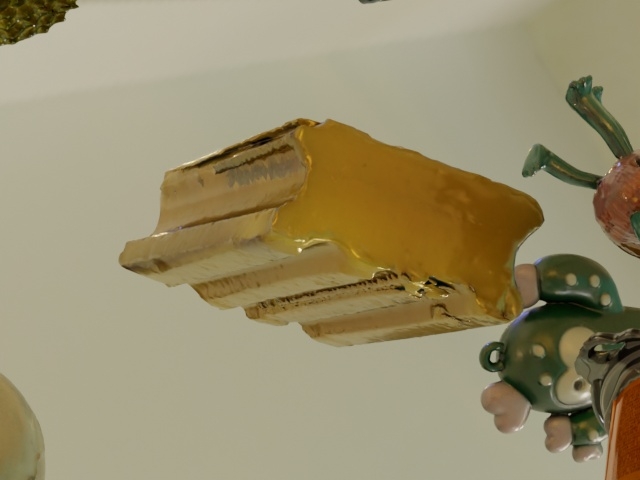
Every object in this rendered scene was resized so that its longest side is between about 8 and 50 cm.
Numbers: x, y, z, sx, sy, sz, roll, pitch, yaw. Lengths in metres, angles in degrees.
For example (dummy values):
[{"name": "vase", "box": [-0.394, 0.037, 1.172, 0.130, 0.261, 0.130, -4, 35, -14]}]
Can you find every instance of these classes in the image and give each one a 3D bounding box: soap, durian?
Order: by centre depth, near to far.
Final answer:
[{"name": "soap", "box": [0.000, 0.000, 1.435, 0.204, 0.096, 0.324, 20, 167, -20]}, {"name": "durian", "box": [-0.253, -0.224, 1.629, 0.100, 0.215, 0.086, -109, 0, -54]}]

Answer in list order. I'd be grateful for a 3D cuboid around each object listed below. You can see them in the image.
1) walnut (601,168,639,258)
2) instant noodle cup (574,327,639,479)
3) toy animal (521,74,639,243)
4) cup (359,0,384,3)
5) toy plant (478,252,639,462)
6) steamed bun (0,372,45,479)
[{"name": "walnut", "box": [0.325, -0.026, 1.681, 0.116, 0.207, 0.116, -4, -84, -42]}, {"name": "instant noodle cup", "box": [0.249, 0.152, 1.242, 0.177, 0.208, 0.125, 97, -169, -50]}, {"name": "toy animal", "box": [0.225, -0.021, 1.232, 0.208, 0.100, 0.103, 35, -141, 22]}, {"name": "cup", "box": [0.045, -0.311, 1.958, 0.113, 0.150, 0.138, 18, 148, 41]}, {"name": "toy plant", "box": [0.299, 0.139, 2.358, 0.243, 0.232, 0.112, 24, -179, -25]}, {"name": "steamed bun", "box": [-0.456, 0.251, 2.188, 0.177, 0.283, 0.283, 43, -158, -55]}]
